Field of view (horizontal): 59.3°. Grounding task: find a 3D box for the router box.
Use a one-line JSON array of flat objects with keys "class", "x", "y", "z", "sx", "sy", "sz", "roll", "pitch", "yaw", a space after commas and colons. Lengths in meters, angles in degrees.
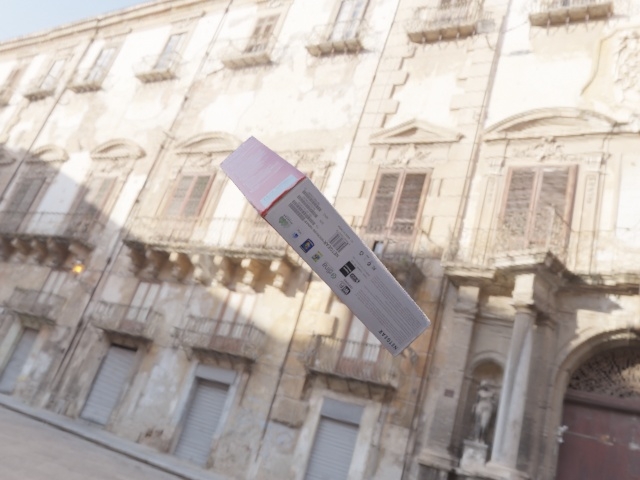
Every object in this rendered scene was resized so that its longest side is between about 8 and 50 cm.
[{"class": "router box", "x": 0.000, "y": 0.000, "z": 0.929, "sx": 0.335, "sy": 0.082, "sz": 0.301, "roll": 48, "pitch": -1, "yaw": -29}]
